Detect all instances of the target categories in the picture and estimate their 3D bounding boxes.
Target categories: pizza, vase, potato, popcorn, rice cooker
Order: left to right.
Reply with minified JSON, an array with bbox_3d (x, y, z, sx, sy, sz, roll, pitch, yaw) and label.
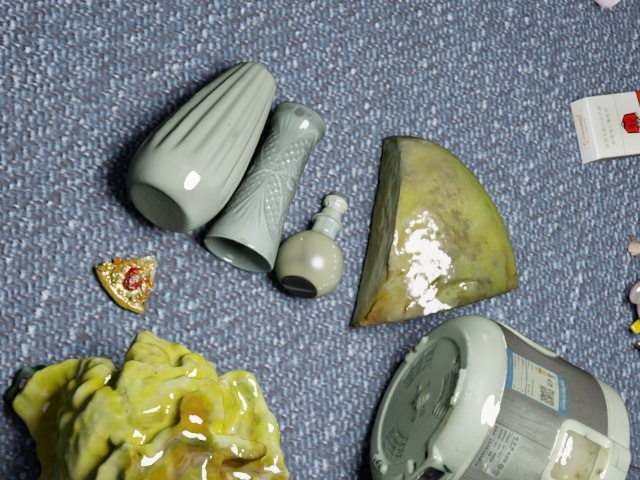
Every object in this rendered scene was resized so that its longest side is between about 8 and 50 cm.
[{"bbox_3d":[-0.233,0.042,1.368,0.083,0.025,0.078,44,69,-12],"label":"pizza"},{"bbox_3d":[-0.180,0.242,1.246,0.292,0.237,0.293,2,85,-24],"label":"popcorn"},{"bbox_3d":[-0.140,-0.128,1.390,0.128,0.128,0.248,41,58,-14],"label":"vase"},{"bbox_3d":[-0.065,-0.074,1.433,0.096,0.096,0.219,31,67,-18],"label":"vase"},{"bbox_3d":[0.147,-0.030,1.515,0.269,0.112,0.255,-13,87,-28],"label":"potato"},{"bbox_3d":[0.233,0.258,1.410,0.277,0.288,0.288,28,71,-15],"label":"rice cooker"}]

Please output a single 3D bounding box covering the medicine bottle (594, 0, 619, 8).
[{"bbox_3d":[0.386,-0.451,1.708,0.219,0.078,0.115,36,67,-16],"label":"medicine bottle"}]

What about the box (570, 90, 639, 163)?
[{"bbox_3d":[0.471,-0.180,1.726,0.152,0.048,0.100,-9,88,-28],"label":"box"}]

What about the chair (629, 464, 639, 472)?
[{"bbox_3d":[0.409,0.389,1.577,0.140,0.221,0.145,-57,149,-22],"label":"chair"}]

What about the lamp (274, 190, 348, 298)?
[{"bbox_3d":[0.000,0.000,1.461,0.091,0.091,0.163,36,53,-16],"label":"lamp"}]

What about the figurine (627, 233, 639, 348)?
[{"bbox_3d":[0.540,0.065,1.687,0.137,0.112,0.229,9,68,-19],"label":"figurine"}]
